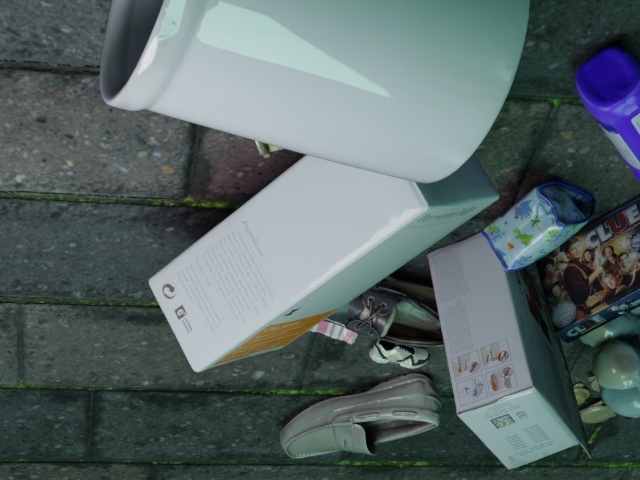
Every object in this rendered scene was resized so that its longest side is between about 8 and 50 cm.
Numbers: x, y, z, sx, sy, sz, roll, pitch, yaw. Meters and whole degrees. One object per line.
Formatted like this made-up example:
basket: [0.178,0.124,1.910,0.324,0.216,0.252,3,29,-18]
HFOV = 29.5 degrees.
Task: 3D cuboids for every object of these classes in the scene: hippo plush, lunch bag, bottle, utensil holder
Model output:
hippo plush: [0.552,0.172,2.082,0.294,0.234,0.236,-45,165,-19]
lunch bag: [0.342,-0.026,1.863,0.151,0.096,0.129,-6,151,-50]
bottle: [0.456,-0.152,1.708,0.092,0.118,0.283,-36,135,14]
utensil holder: [-0.012,-0.255,1.352,0.385,0.328,0.327,15,135,-22]

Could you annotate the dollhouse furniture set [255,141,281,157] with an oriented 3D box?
dollhouse furniture set: [-0.014,-0.209,1.587,0.181,0.101,0.161,-15,139,9]

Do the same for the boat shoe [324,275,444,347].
boat shoe: [0.095,0.111,1.939,0.285,0.092,0.103,15,116,-26]

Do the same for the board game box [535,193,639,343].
board game box: [0.459,0.035,1.893,0.243,0.165,0.042,-32,133,26]

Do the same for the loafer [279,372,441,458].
loafer: [0.071,0.343,2.238,0.319,0.111,0.112,-24,137,19]

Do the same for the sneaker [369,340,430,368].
sneaker: [0.142,0.196,2.133,0.109,0.040,0.044,6,136,-15]

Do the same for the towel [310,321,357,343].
towel: [0.002,0.090,1.972,0.197,0.029,0.144,17,119,-26]

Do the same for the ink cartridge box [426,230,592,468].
ink cartridge box: [0.301,0.187,1.935,0.130,0.309,0.272,-23,137,19]

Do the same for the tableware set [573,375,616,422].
tableware set: [0.539,0.298,2.325,0.141,0.020,0.168,-30,136,27]

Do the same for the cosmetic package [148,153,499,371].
cosmetic package: [0.000,0.000,1.722,0.453,0.161,0.230,-37,165,30]
